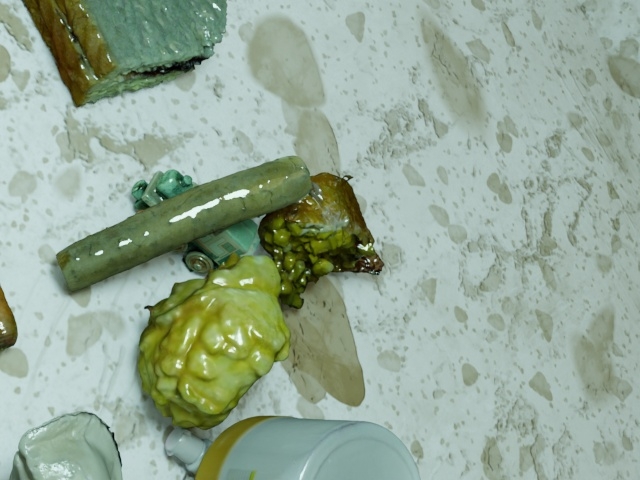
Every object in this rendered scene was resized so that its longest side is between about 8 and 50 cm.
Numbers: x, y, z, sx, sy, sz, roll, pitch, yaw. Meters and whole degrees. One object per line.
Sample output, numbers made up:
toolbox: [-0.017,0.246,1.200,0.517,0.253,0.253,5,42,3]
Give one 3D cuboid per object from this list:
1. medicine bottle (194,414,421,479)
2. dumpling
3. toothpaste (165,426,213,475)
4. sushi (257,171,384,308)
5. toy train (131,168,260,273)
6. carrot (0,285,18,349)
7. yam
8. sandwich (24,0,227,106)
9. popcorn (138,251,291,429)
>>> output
medicine bottle: [-0.018,0.359,1.741,0.238,0.232,0.238,5,83,-39]
dumpling: [-0.307,0.317,1.623,0.172,0.142,0.247,-38,128,-46]
toothpaste: [-0.097,0.365,1.858,0.314,0.056,0.058,38,87,-27]
sushi: [-0.002,0.000,2.023,0.296,0.167,0.179,59,13,-72]
toy train: [-0.187,-0.030,1.903,0.194,0.125,0.081,42,44,-22]
carrot: [-0.441,0.052,1.682,0.047,0.047,0.191,-11,78,-45]
yam: [-0.190,-0.028,1.802,0.371,0.083,0.083,-22,86,-14]
sandwich: [-0.287,-0.369,1.963,0.325,0.131,0.262,-24,87,-47]
popcorn: [-0.153,0.131,1.787,0.192,0.233,0.266,31,69,-15]
